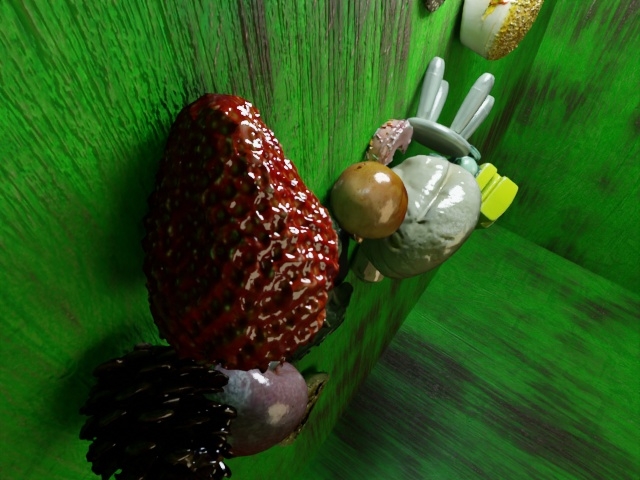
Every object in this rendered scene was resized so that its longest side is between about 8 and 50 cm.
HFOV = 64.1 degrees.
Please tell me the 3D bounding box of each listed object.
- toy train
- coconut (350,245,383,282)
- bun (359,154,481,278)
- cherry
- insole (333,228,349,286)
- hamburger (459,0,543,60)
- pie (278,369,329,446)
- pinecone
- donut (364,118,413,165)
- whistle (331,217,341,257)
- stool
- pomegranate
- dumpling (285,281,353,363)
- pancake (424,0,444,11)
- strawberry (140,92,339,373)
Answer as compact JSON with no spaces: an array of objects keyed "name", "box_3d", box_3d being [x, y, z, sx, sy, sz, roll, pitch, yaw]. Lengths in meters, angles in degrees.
[{"name":"toy train","box_3d":[0.444,-0.161,1.641,0.179,0.272,0.442,-51,-177,-3]},{"name":"coconut","box_3d":[0.157,0.078,1.632,0.116,0.116,0.122,-19,131,-61]},{"name":"bun","box_3d":[0.236,-0.078,1.357,0.365,0.219,0.365,-40,-154,25]},{"name":"cherry","box_3d":[-0.145,0.349,1.126,0.286,0.236,0.213,-52,-158,5]},{"name":"insole","box_3d":[0.054,0.057,1.502,0.110,0.012,0.309,-52,159,-18]},{"name":"hamburger","box_3d":[0.497,-0.628,1.370,0.276,0.179,0.294,-56,160,-14]},{"name":"pie","box_3d":[-0.071,0.606,1.867,0.339,0.077,0.339,-49,158,-27]},{"name":"pinecone","box_3d":[-0.237,0.271,0.760,0.224,0.273,0.224,-15,146,-10]},{"name":"donut","box_3d":[0.178,-0.257,1.287,0.166,0.065,0.117,-37,151,-50]},{"name":"whistle","box_3d":[0.000,0.000,1.165,0.244,0.091,0.110,68,26,-71]},{"name":"stool","box_3d":[0.351,-0.353,1.394,0.199,0.195,0.195,-64,160,-1]},{"name":"pomegranate","box_3d":[0.108,-0.090,1.187,0.191,0.191,0.191,-49,157,-28]},{"name":"dumpling","box_3d":[-0.006,0.223,1.482,0.332,0.086,0.166,-51,-169,-25]},{"name":"pancake","box_3d":[0.277,-0.600,1.111,0.199,0.021,0.199,-48,157,-28]},{"name":"strawberry","box_3d":[-0.113,-0.021,0.698,0.312,0.266,0.352,-81,162,-71]}]
